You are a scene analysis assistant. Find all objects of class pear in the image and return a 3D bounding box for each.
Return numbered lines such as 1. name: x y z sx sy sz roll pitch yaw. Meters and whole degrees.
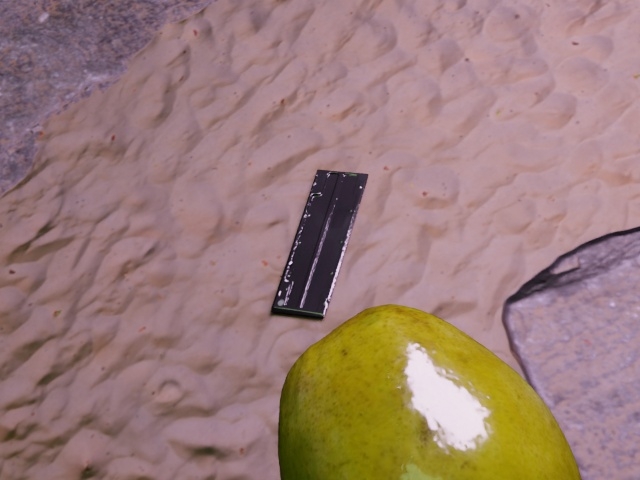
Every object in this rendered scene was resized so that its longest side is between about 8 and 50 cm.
1. pear: 0.088 0.210 1.157 0.252 0.253 0.307 -28 62 -9

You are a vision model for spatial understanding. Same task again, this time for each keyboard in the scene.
1. keyboard: 0.000 0.000 1.504 0.063 0.010 0.198 6 54 17
